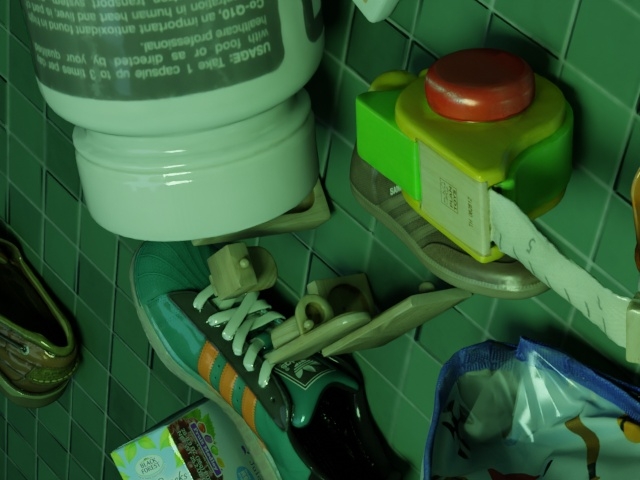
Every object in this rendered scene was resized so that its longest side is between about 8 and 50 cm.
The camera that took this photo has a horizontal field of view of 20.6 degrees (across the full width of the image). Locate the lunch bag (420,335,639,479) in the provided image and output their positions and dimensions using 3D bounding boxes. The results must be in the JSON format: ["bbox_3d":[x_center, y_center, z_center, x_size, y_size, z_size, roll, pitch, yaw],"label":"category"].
[{"bbox_3d":[0.178,0.289,1.134,0.385,0.239,0.328,-123,24,-54],"label":"lunch bag"}]

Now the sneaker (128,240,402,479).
[{"bbox_3d":[-0.036,0.103,1.438,0.302,0.108,0.121,52,145,3],"label":"sneaker"}]

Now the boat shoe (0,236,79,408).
[{"bbox_3d":[-0.356,0.030,1.835,0.307,0.110,0.104,44,140,12],"label":"boat shoe"}]

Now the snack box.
[{"bbox_3d":[-0.069,0.236,1.501,0.070,0.174,0.207,-26,89,25],"label":"snack box"}]

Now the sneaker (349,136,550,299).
[{"bbox_3d":[0.086,-0.027,1.206,0.188,0.066,0.071,34,136,37],"label":"sneaker"}]

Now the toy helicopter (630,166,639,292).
[{"bbox_3d":[0.253,-0.010,0.967,0.235,0.140,0.355,20,118,58],"label":"toy helicopter"}]

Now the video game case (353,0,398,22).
[{"bbox_3d":[0.020,-0.273,1.167,0.183,0.023,0.201,53,145,16],"label":"video game case"}]

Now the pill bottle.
[{"bbox_3d":[-0.107,-0.195,1.190,0.204,0.204,0.361,22,129,46],"label":"pill bottle"}]

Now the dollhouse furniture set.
[{"bbox_3d":[0.000,0.000,1.299,0.123,0.144,0.151,-33,70,52],"label":"dollhouse furniture set"}]

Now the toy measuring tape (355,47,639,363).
[{"bbox_3d":[0.134,-0.034,1.068,0.330,0.121,0.121,41,143,49],"label":"toy measuring tape"}]
